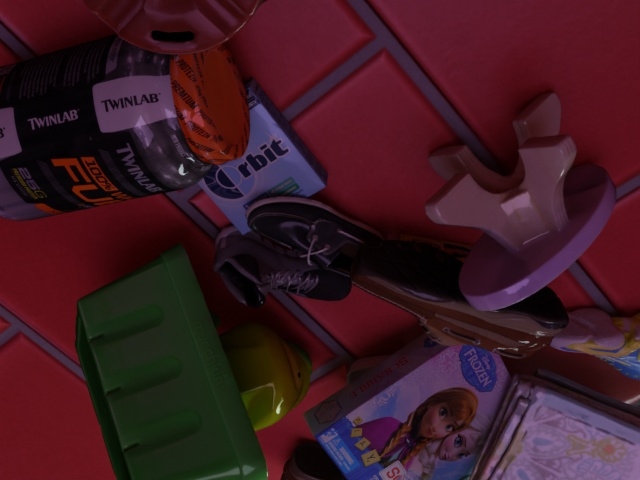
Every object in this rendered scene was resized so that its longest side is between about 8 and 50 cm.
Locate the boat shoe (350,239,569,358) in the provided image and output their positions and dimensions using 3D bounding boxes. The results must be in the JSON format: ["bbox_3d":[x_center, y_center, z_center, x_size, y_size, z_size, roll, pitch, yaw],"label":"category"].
[{"bbox_3d":[0.194,0.101,1.156,0.323,0.123,0.120,18,124,-7],"label":"boat shoe"}]

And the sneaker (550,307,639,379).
[{"bbox_3d":[0.474,0.178,1.275,0.240,0.091,0.126,-2,124,4],"label":"sneaker"}]

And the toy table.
[{"bbox_3d":[0.260,-0.058,1.056,0.252,0.274,0.161,-8,123,52],"label":"toy table"}]

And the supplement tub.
[{"bbox_3d":[-0.276,-0.150,1.024,0.337,0.207,0.207,-10,122,18],"label":"supplement tub"}]

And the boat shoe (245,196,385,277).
[{"bbox_3d":[0.000,0.000,1.171,0.233,0.079,0.084,20,132,-23],"label":"boat shoe"}]

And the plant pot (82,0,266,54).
[{"bbox_3d":[-0.141,-0.342,0.870,0.272,0.265,0.272,2,124,3],"label":"plant pot"}]

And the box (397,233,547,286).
[{"bbox_3d":[0.227,0.054,1.230,0.232,0.058,0.087,8,123,-2],"label":"box"}]

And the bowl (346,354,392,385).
[{"bbox_3d":[0.119,0.250,1.368,0.142,0.053,0.142,-5,123,8],"label":"bowl"}]

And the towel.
[{"bbox_3d":[0.431,0.409,1.276,0.374,0.090,0.321,23,107,8],"label":"towel"}]

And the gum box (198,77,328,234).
[{"bbox_3d":[-0.105,-0.116,1.149,0.157,0.041,0.184,-28,117,21],"label":"gum box"}]

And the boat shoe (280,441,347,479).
[{"bbox_3d":[0.075,0.476,1.497,0.307,0.111,0.104,25,126,-1],"label":"boat shoe"}]

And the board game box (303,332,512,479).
[{"bbox_3d":[0.183,0.315,1.325,0.318,0.066,0.319,-34,121,-2],"label":"board game box"}]

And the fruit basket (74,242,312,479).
[{"bbox_3d":[-0.152,0.210,1.202,0.392,0.392,0.283,17,147,-8],"label":"fruit basket"}]

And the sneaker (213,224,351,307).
[{"bbox_3d":[-0.062,0.069,1.213,0.228,0.132,0.086,21,122,-9],"label":"sneaker"}]
